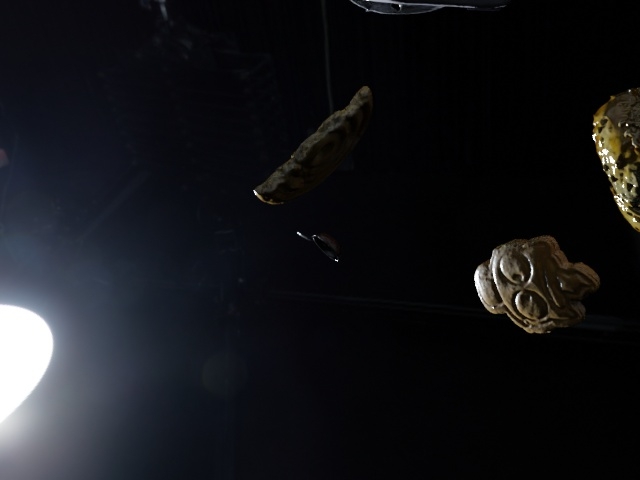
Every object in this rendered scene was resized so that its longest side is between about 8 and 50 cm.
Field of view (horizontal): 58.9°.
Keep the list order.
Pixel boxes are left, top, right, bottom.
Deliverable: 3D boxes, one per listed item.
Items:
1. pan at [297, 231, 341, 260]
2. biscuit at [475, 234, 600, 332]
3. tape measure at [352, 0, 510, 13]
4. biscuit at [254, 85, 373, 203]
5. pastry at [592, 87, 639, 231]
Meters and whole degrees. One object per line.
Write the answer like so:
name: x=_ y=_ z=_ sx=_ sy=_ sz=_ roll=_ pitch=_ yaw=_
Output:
pan: x=0.000 y=-0.001 z=1.091 sx=0.115 sy=0.068 sz=0.023 roll=30 pitch=-109 yaw=39
biscuit: x=0.572 y=0.127 z=1.535 sx=0.051 sy=0.269 sz=0.376 roll=-23 pitch=-177 yaw=-34
tape measure: x=0.125 y=-0.370 z=0.764 sx=0.236 sy=0.120 sz=0.197 roll=1 pitch=-152 yaw=-4
biscuit: x=0.001 y=-0.126 z=0.862 sx=0.224 sy=0.144 sz=0.033 roll=-42 pitch=-105 yaw=-2
pastry: x=0.690 y=-0.165 z=1.138 sx=0.255 sy=0.311 sz=0.162 roll=-32 pitch=-169 yaw=-26
